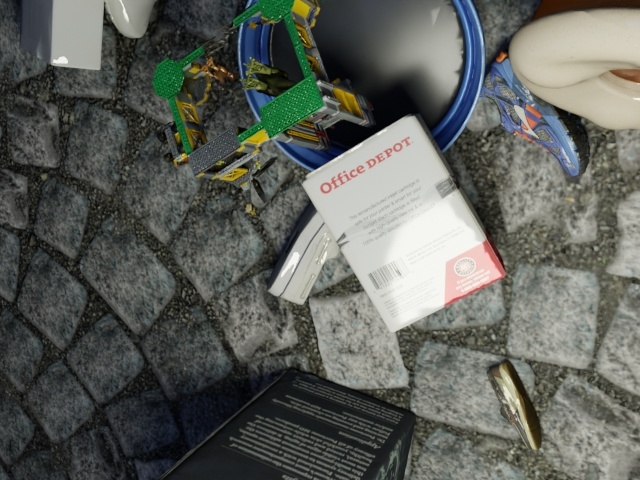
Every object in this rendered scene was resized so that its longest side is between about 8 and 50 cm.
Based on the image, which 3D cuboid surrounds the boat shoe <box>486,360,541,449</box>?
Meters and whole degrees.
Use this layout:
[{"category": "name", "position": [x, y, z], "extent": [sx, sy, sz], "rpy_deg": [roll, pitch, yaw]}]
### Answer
[{"category": "boat shoe", "position": [0.329, 0.282, 1.127], "extent": [0.049, 0.056, 0.152], "rpy_deg": [-25, 81, 33]}]

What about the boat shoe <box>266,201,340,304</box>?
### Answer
[{"category": "boat shoe", "position": [0.000, 0.000, 1.203], "extent": [0.088, 0.096, 0.268], "rpy_deg": [27, 101, -14]}]

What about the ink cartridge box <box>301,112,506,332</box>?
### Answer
[{"category": "ink cartridge box", "position": [0.128, -0.031, 1.018], "extent": [0.196, 0.114, 0.273], "rpy_deg": [-29, 96, 17]}]

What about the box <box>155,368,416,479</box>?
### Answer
[{"category": "box", "position": [-0.071, 0.557, 1.146], "extent": [0.297, 0.471, 0.481], "rpy_deg": [15, 108, 22]}]

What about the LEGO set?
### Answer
[{"category": "LEGO set", "position": [-0.074, -0.219, 1.019], "extent": [0.331, 0.192, 0.255], "rpy_deg": [-35, 74, 25]}]

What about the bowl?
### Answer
[{"category": "bowl", "position": [0.063, -0.286, 1.056], "extent": [0.390, 0.077, 0.392], "rpy_deg": [7, 118, 13]}]

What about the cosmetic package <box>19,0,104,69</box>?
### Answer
[{"category": "cosmetic package", "position": [-0.488, -0.532, 1.247], "extent": [0.284, 0.097, 0.378], "rpy_deg": [30, 116, 48]}]

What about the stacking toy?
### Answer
[{"category": "stacking toy", "position": [0.457, -0.391, 0.813], "extent": [0.350, 0.350, 0.481], "rpy_deg": [15, 90, 22]}]

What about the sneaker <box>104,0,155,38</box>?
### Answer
[{"category": "sneaker", "position": [-0.320, -0.522, 1.232], "extent": [0.129, 0.111, 0.297], "rpy_deg": [21, 111, 14]}]

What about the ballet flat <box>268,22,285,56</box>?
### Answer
[{"category": "ballet flat", "position": [-0.043, -0.465, 1.107], "extent": [0.124, 0.116, 0.343], "rpy_deg": [8, 108, 14]}]

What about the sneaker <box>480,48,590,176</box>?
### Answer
[{"category": "sneaker", "position": [0.327, -0.185, 1.014], "extent": [0.221, 0.083, 0.087], "rpy_deg": [56, 132, 11]}]
